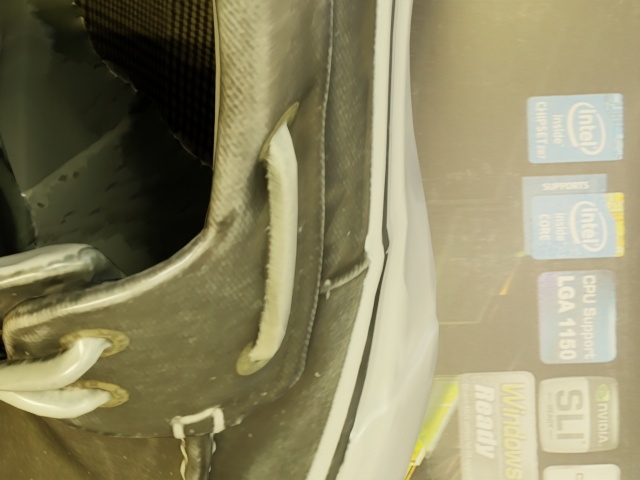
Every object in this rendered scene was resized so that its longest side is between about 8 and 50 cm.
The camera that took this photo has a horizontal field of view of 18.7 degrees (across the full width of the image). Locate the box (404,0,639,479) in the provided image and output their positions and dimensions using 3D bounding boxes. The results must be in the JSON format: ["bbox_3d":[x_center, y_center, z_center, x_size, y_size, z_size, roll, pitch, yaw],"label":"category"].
[{"bbox_3d":[-0.043,-0.031,0.689,0.318,0.395,0.097,-1,21,4],"label":"box"}]

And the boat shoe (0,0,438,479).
[{"bbox_3d":[-0.047,-0.024,0.380,0.121,0.335,0.119,27,41,26],"label":"boat shoe"}]
